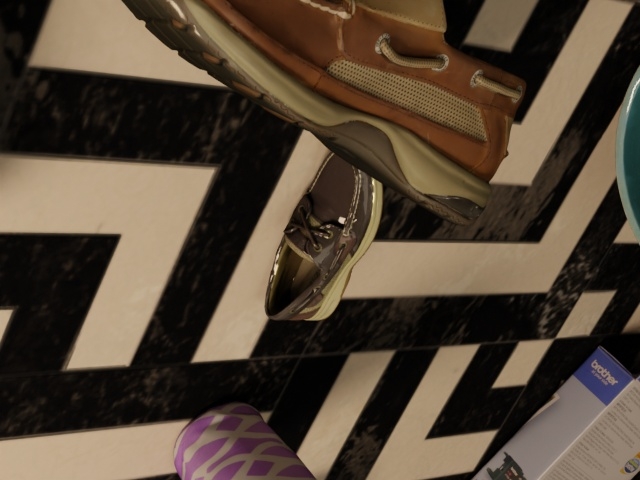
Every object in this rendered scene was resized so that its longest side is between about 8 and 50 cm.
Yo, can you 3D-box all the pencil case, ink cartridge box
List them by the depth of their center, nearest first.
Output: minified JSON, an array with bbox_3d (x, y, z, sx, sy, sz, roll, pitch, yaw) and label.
[{"bbox_3d":[-0.032,0.207,1.014,0.086,0.206,0.088,-29,136,-11],"label":"pencil case"},{"bbox_3d":[0.259,0.227,1.437,0.311,0.065,0.186,-45,144,4],"label":"ink cartridge box"}]

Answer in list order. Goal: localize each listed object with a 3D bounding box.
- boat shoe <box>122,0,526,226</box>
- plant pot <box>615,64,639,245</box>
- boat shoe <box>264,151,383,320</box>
[{"bbox_3d":[0.011,-0.119,0.806,0.324,0.122,0.120,29,94,-49],"label":"boat shoe"},{"bbox_3d":[0.418,-0.087,1.138,0.255,0.271,0.272,-24,142,-50],"label":"plant pot"},{"bbox_3d":[0.000,0.000,0.965,0.049,0.056,0.152,-17,136,-40],"label":"boat shoe"}]
